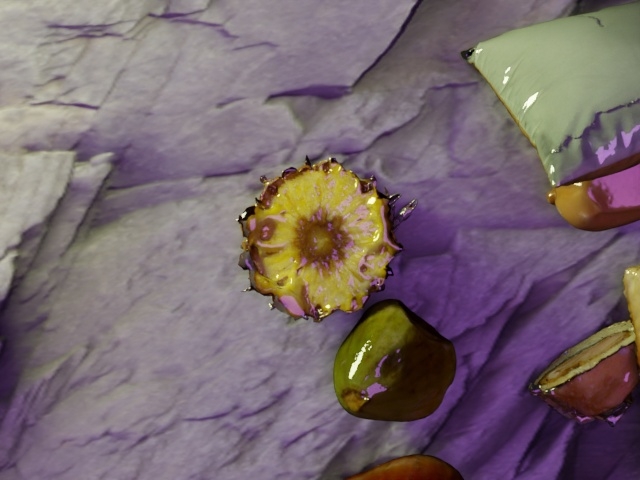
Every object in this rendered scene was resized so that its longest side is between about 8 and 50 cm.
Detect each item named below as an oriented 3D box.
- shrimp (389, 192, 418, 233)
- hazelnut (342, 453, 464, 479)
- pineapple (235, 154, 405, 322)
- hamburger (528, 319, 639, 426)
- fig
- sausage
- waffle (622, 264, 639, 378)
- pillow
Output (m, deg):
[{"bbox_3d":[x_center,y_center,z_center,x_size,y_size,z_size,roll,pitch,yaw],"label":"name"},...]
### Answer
[{"bbox_3d":[0.084,-0.026,1.907,0.038,0.029,0.092,42,83,2],"label":"shrimp"},{"bbox_3d":[0.088,0.372,1.835,0.217,0.217,0.251,32,111,-7],"label":"hazelnut"},{"bbox_3d":[0.000,0.000,1.868,0.224,0.076,0.225,0,87,6],"label":"pineapple"},{"bbox_3d":[0.355,0.181,1.923,0.176,0.087,0.102,-32,113,-14],"label":"hamburger"},{"bbox_3d":[0.085,0.163,1.860,0.144,0.154,0.165,31,48,29],"label":"fig"},{"bbox_3d":[0.402,-0.087,1.879,0.241,0.136,0.120,-17,96,-5],"label":"sausage"},{"bbox_3d":[0.498,0.158,1.886,0.213,0.091,0.308,-14,94,-34],"label":"waffle"},{"bbox_3d":[0.365,-0.189,1.811,0.312,0.310,0.119,-14,132,-7],"label":"pillow"}]
